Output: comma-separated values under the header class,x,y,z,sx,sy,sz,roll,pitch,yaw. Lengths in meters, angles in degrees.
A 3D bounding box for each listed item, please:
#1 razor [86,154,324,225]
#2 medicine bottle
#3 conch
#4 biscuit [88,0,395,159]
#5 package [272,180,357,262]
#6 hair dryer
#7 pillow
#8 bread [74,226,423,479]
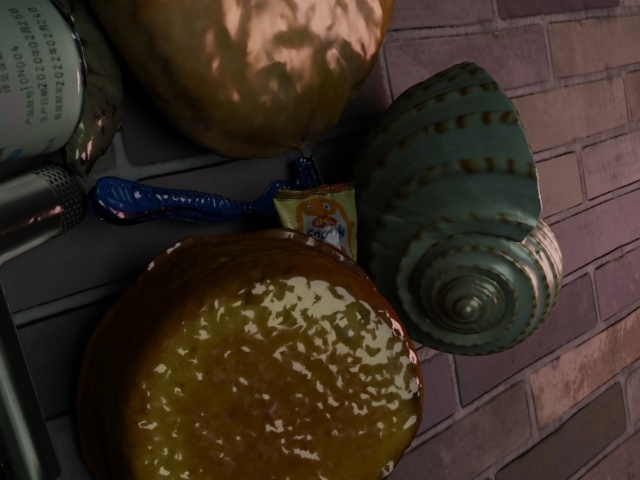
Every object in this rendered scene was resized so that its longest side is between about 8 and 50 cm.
class,x,y,z,sx,sy,sz,roll,pitch,yaw
razor,-0.103,-0.034,0.893,0.324,0.056,0.093,-5,70,-53
medicine bottle,-0.277,-0.117,0.677,0.168,0.135,0.135,-18,101,-45
conch,0.130,-0.034,1.029,0.215,0.319,0.303,-17,120,-9
biscuit,-0.057,-0.303,0.901,0.429,0.104,0.446,-58,141,-30
package,0.000,0.002,0.933,0.108,0.031,0.120,-10,98,-41
hair dryer,-0.275,0.099,0.664,0.320,0.156,0.284,-20,92,-53
pillow,-0.206,-0.167,0.799,0.093,0.051,0.241,11,67,-64
bread,-0.056,0.136,0.815,0.312,0.172,0.312,-2,95,-19
